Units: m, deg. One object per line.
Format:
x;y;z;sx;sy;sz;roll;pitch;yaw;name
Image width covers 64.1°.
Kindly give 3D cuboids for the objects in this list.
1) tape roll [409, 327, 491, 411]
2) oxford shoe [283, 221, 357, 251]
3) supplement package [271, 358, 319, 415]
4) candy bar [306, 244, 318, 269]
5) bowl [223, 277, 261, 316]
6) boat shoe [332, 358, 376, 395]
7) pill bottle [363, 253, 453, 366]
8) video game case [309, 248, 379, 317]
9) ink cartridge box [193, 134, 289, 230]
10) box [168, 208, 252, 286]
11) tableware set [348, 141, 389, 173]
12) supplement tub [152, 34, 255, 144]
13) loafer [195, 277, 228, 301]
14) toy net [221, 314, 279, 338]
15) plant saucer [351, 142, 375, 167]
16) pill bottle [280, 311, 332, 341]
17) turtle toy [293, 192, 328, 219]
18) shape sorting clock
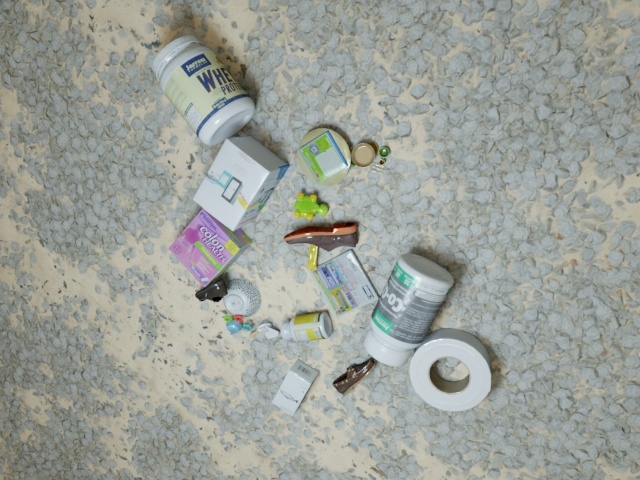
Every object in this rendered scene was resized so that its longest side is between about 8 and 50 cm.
0.468;0.464;1.837;0.286;0.100;0.286;4;104;18;tape roll
0.000;0.000;1.862;0.271;0.097;0.098;-5;107;9;oxford shoe
-0.101;0.591;2.057;0.105;0.105;0.179;30;111;9;supplement package
-0.024;0.032;1.924;0.040;0.018;0.161;8;97;14;candy bar
-0.331;0.244;2.060;0.170;0.080;0.170;5;106;18;bowl
0.127;0.521;1.980;0.073;0.073;0.207;43;112;2;boat shoe
0.297;0.245;1.781;0.204;0.204;0.361;26;110;11;pill bottle
0.088;0.165;1.929;0.193;0.023;0.212;-28;94;23;video game case
-0.288;-0.212;1.865;0.197;0.198;0.270;38;113;5;ink cartridge box
-0.434;0.020;2.017;0.213;0.117;0.243;47;112;2;box
0.159;-0.296;1.787;0.154;0.024;0.104;18;108;14;tableware set
-0.413;-0.527;1.806;0.235;0.235;0.325;-38;90;23;supplement tub
-0.436;0.218;2.049;0.220;0.080;0.078;-29;91;55;loafer
-0.279;0.342;2.074;0.232;0.045;0.122;5;127;10;toy net
0.149;-0.295;1.771;0.083;0.015;0.083;3;101;17;plant saucer
-0.055;0.338;1.978;0.184;0.103;0.103;-11;100;21;pill bottle
-0.036;-0.119;1.874;0.130;0.066;0.095;9;83;14;turtle toy
0.013;-0.297;1.826;0.206;0.040;0.206;6;108;19;shape sorting clock
